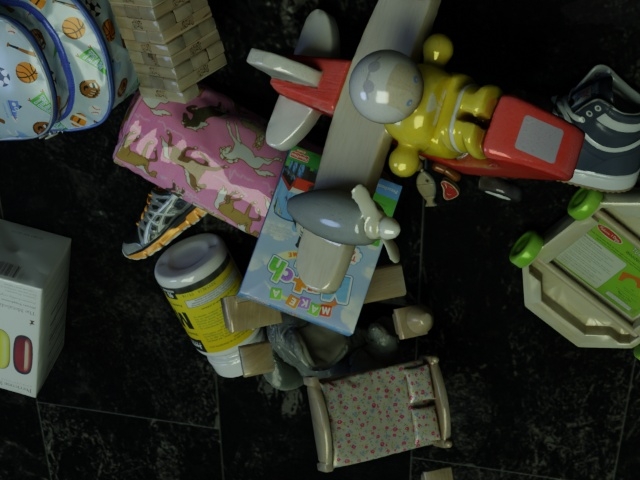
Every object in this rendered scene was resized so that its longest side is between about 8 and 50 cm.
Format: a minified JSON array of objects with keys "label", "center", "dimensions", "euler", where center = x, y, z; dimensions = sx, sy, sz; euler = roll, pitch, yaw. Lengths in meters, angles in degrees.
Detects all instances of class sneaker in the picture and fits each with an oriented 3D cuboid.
[{"label":"sneaker","center":[0.295,-0.158,1.812],"dimensions":[0.282,0.099,0.153],"euler":[9,134,-1]},{"label":"sneaker","center":[-0.228,-0.046,2.061],"dimensions":[0.215,0.084,0.083],"euler":[-36,98,30]}]

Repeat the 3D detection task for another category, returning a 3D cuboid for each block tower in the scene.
[{"label":"block tower","center":[-0.218,-0.344,1.738],"dimensions":[0.091,0.097,0.335],"euler":[14,130,43]}]

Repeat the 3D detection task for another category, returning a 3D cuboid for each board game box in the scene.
[{"label":"board game box","center":[0.000,0.000,1.818],"dimensions":[0.160,0.211,0.039],"euler":[20,168,-7]}]

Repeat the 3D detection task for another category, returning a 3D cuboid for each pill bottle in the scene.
[{"label":"pill bottle","center":[-0.161,0.103,2.125],"dimensions":[0.119,0.119,0.208],"euler":[-12,123,23]}]

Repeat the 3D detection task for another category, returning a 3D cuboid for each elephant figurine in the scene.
[{"label":"elephant figurine","center":[-0.016,0.157,2.089],"dimensions":[0.239,0.186,0.169],"euler":[21,112,-15]}]

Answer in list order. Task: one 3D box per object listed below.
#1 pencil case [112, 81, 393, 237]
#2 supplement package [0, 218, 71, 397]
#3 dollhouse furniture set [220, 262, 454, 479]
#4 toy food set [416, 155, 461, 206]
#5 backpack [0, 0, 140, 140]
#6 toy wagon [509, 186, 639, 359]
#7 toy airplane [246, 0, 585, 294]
[{"label":"pencil case","center":[-0.097,-0.103,1.917],"dimensions":[0.386,0.167,0.160],"euler":[26,107,-5]},{"label":"supplement package","center":[-0.488,0.109,2.207],"dimensions":[0.139,0.134,0.244],"euler":[15,129,4]},{"label":"dollhouse furniture set","center":[0.047,0.221,1.927],"dimensions":[0.303,0.174,0.355],"euler":[-10,88,-18]},{"label":"toy food set","center":[0.163,-0.099,1.946],"dimensions":[0.078,0.019,0.122],"euler":[-11,124,22]},{"label":"backpack","center":[-0.375,-0.258,1.836],"dimensions":[0.263,0.213,0.276],"euler":[-3,126,21]},{"label":"toy wagon","center":[0.447,0.024,1.938],"dimensions":[0.267,0.068,0.344],"euler":[37,127,-14]},{"label":"toy airplane","center":[0.079,-0.178,1.681],"dimensions":[0.384,0.272,0.386],"euler":[-27,77,11]}]
